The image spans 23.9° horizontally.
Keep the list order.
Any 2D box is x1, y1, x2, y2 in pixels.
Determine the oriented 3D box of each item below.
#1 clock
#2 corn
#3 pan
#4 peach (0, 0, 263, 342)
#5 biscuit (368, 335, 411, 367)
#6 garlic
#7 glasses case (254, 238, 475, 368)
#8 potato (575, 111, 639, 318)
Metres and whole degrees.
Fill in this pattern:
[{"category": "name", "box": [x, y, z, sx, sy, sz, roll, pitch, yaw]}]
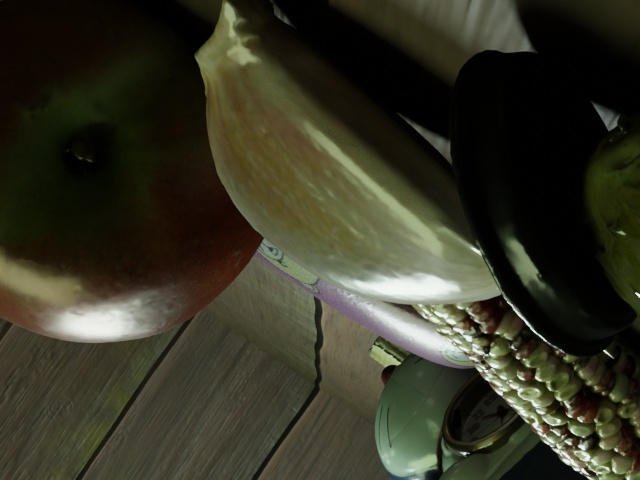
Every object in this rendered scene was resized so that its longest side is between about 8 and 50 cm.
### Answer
[{"category": "clock", "box": [0.132, 0.165, 1.241, 0.146, 0.199, 0.243, 41, 179, -18]}, {"category": "corn", "box": [0.140, 0.070, 1.005, 0.280, 0.092, 0.092, 40, 169, -25]}, {"category": "pan", "box": [0.126, -0.012, 0.672, 0.028, 0.136, 0.235, -20, 161, 29]}, {"category": "peach", "box": [-0.157, -0.047, 1.023, 0.252, 0.252, 0.252, 33, 171, 6]}, {"category": "biscuit", "box": [0.142, 0.164, 1.652, 0.199, 0.040, 0.121, 35, 173, 5]}, {"category": "garlic", "box": [0.044, -0.017, 0.826, 0.266, 0.128, 0.148, 34, -161, 6]}, {"category": "glasses case", "box": [0.000, 0.000, 1.180, 0.316, 0.076, 0.123, 33, 171, 8]}, {"category": "potato", "box": [0.195, 0.029, 0.595, 0.225, 0.090, 0.117, 39, 175, -9]}]
